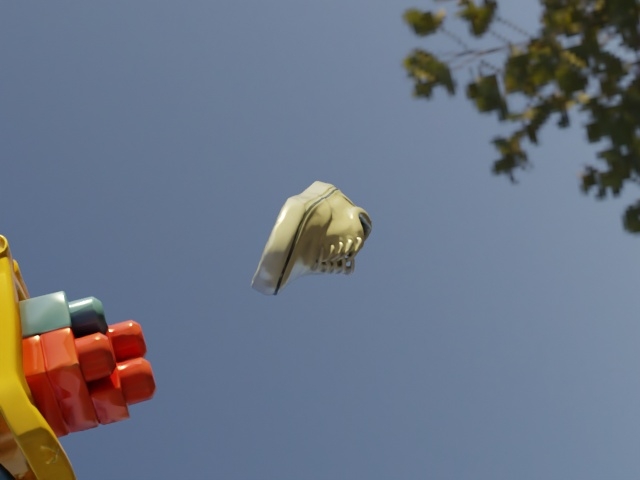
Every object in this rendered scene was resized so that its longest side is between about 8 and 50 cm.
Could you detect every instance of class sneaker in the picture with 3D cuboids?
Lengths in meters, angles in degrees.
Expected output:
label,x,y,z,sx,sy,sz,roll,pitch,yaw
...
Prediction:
label,x,y,z,sx,sy,sz,roll,pitch,yaw
sneaker,0.000,0.000,1.504,0.258,0.091,0.094,-51,-15,-64

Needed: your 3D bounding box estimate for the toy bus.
label,x,y,z,sx,sy,sz,roll,pitch,yaw
toy bus,-0.195,0.107,0.775,0.149,0.211,0.220,85,172,-46
